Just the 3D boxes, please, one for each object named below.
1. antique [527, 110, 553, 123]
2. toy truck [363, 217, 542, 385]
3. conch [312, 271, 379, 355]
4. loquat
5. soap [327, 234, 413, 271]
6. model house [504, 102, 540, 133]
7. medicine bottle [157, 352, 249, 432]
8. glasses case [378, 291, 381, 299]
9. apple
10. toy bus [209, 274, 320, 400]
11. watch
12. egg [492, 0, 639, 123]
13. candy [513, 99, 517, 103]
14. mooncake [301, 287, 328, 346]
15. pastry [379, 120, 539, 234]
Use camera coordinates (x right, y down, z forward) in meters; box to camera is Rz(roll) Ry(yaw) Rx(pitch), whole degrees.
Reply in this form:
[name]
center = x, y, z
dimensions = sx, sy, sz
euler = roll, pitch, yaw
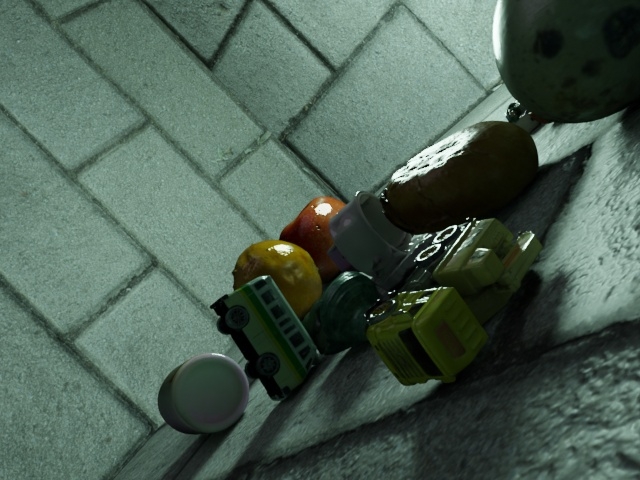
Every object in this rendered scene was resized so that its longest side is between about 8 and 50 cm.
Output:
[antique]
center = 0.564, -0.341, 1.664
dimensions = 0.104, 0.104, 0.104
euler = -44, 4, 4
[toy truck]
center = 0.198, 0.075, 0.931
dimensions = 0.272, 0.124, 0.157
euler = -43, 12, -34
[conch]
center = 0.061, 0.162, 1.404
dimensions = 0.202, 0.134, 0.196
euler = -117, 31, -80
[loquat]
center = -0.156, 0.152, 2.365
dimensions = 0.328, 0.328, 0.328
euler = -44, 4, 4
[soap]
center = 0.145, 0.006, 1.834
dimensions = 0.181, 0.081, 0.259
euler = -45, -18, 14
[model house]
center = 0.572, -0.356, 1.821
dimensions = 0.100, 0.088, 0.100
euler = -43, 7, 39
[medicine bottle]
center = -0.358, 0.459, 1.961
dimensions = 0.219, 0.219, 0.388
euler = -47, 3, -27
[glasses case]
center = 0.127, 0.149, 1.595
dimensions = 0.032, 0.021, 0.083
euler = -45, 3, 26
[apple]
center = 0.000, 0.000, 2.635
dimensions = 0.348, 0.277, 0.348
euler = -44, 4, 4
[toy bus]
center = -0.123, 0.226, 1.577
dimensions = 0.165, 0.276, 0.134
euler = -34, 0, -25
[watch]
center = 0.143, -0.008, 1.567
dimensions = 0.196, 0.231, 0.244
euler = -41, 1, 24
[egg]
center = 0.497, -0.406, 1.242
dimensions = 0.345, 0.345, 0.428
euler = -40, 17, 53
[candy]
center = 0.559, -0.335, 2.012
dimensions = 0.287, 0.078, 0.084
euler = -52, 3, 32
[mooncake]
center = 0.020, 0.194, 1.678
dimensions = 0.168, 0.104, 0.175
euler = -52, 2, -13
[pastry]
center = 0.300, -0.137, 1.441
dimensions = 0.356, 0.163, 0.356
euler = -28, 9, 5
